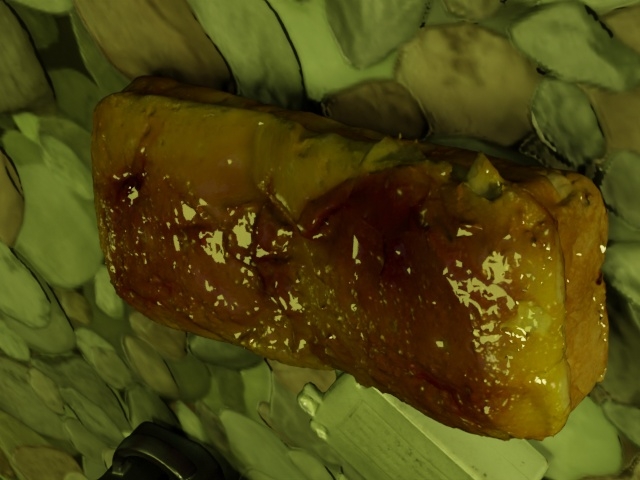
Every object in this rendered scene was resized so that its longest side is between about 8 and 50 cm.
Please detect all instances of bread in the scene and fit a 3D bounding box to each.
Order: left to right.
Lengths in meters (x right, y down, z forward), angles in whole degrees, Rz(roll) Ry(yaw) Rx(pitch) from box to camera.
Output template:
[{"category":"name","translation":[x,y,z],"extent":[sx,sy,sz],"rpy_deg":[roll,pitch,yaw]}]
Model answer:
[{"category":"bread","translation":[0.001,-0.001,0.686],"extent":[0.271,0.077,0.139],"rpy_deg":[18,128,36]}]

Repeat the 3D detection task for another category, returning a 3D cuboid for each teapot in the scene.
[{"category":"teapot","translation":[-0.083,0.192,0.956],"extent":[0.096,0.087,0.177],"rpy_deg":[11,132,31]}]

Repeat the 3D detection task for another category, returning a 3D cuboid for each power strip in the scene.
[{"category":"power strip","translation":[0.038,0.088,0.770],"extent":[0.175,0.042,0.075],"rpy_deg":[43,144,6]}]
